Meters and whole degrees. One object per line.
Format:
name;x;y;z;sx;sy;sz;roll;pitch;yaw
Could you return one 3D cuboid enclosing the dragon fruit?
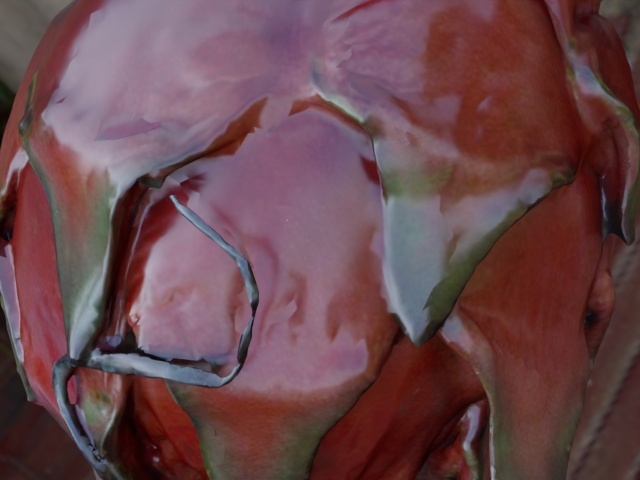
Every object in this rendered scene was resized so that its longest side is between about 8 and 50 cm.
dragon fruit;0.000;0.000;0.475;0.192;0.193;0.274;3;76;63
